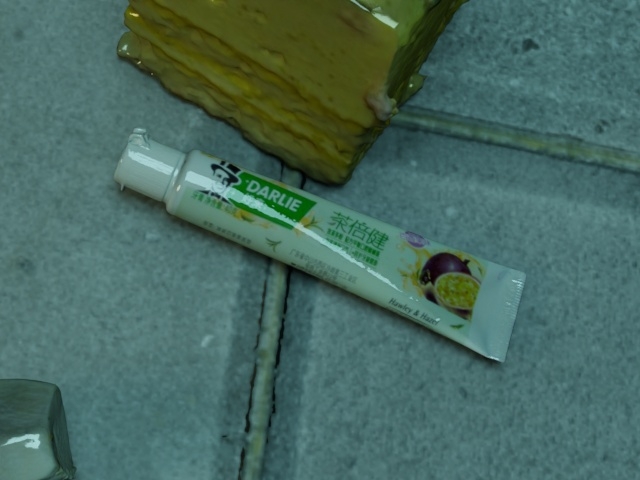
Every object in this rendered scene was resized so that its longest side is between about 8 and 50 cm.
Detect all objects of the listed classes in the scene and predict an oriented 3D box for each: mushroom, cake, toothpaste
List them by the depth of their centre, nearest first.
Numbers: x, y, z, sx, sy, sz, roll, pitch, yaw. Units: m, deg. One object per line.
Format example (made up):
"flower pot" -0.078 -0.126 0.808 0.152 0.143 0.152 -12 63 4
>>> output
"mushroom" -0.270 0.150 1.016 0.223 0.081 0.092 -15 50 -14
"cake" 0.003 -0.222 1.122 0.227 0.286 0.222 30 64 3
"toothpaste" 0.000 0.000 1.158 0.314 0.056 0.058 22 104 -5
